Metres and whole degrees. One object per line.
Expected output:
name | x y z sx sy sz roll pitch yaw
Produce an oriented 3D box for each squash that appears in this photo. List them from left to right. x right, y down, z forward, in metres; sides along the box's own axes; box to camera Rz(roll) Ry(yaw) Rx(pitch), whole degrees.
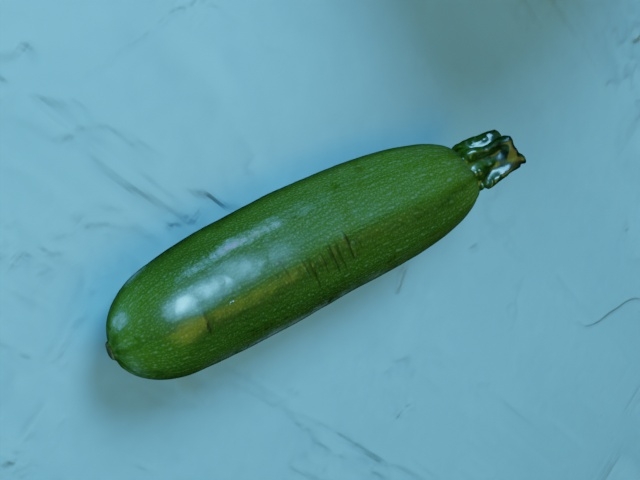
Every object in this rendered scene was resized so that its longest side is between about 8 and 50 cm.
squash | 0.000 0.000 0.482 0.252 0.066 0.066 -26 124 -29
